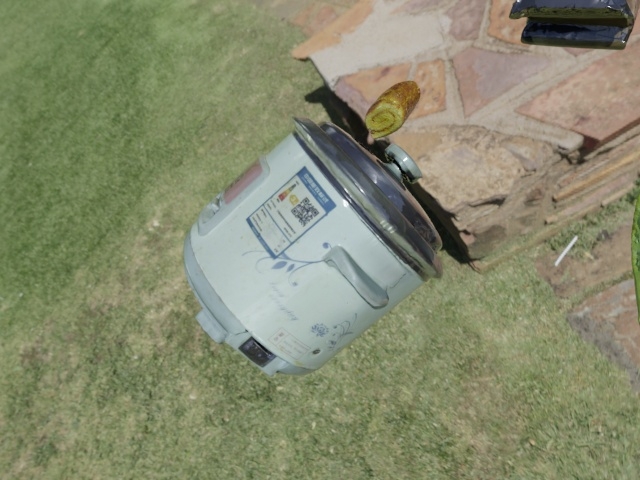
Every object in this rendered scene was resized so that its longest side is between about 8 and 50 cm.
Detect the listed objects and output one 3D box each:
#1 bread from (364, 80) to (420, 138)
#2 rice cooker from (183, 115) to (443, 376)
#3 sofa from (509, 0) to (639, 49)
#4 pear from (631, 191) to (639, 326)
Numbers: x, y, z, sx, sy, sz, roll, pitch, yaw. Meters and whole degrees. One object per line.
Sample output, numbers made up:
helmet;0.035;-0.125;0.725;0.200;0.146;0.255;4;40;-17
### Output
bread;0.207;-0.381;1.354;0.132;0.103;0.172;-23;21;45
rice cooker;0.000;0.000;0.581;0.317;0.264;0.316;-38;22;18
sofa;0.466;-0.476;0.821;0.200;0.182;0.258;15;102;25
pear;0.519;-0.005;0.552;0.176;0.286;0.282;-9;81;0
